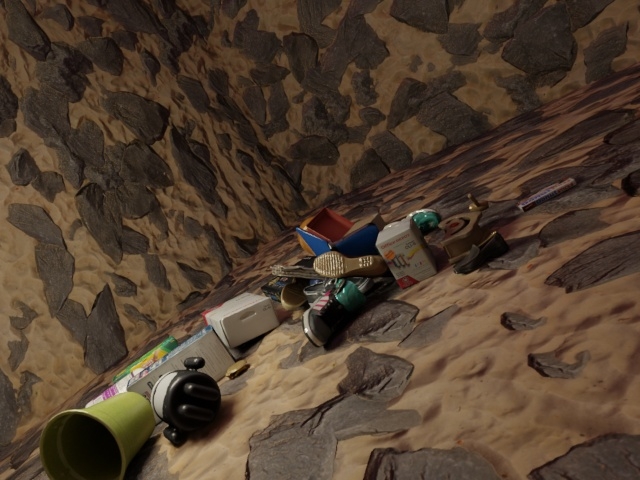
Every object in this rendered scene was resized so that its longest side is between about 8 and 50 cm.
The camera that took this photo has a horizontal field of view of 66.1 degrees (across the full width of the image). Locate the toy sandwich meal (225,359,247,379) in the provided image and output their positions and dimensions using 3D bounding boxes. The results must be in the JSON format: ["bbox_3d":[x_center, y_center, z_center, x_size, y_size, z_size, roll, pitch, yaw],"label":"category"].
[{"bbox_3d":[-0.290,0.449,1.712,0.085,0.029,0.085,-28,7,4],"label":"toy sandwich meal"}]

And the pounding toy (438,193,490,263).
[{"bbox_3d":[0.441,-0.055,1.587,0.154,0.155,0.269,-18,17,37],"label":"pounding toy"}]

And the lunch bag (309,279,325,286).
[{"bbox_3d":[-0.006,0.189,1.952,0.067,0.065,0.098,7,-5,-20],"label":"lunch bag"}]

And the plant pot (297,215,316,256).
[{"bbox_3d":[0.000,0.000,2.524,0.205,0.205,0.188,-32,26,1],"label":"plant pot"}]

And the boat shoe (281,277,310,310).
[{"bbox_3d":[-0.101,0.226,2.030,0.302,0.109,0.098,-64,-7,-71],"label":"boat shoe"}]

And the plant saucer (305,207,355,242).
[{"bbox_3d":[0.077,-0.042,2.431,0.258,0.259,0.048,-49,-14,-56],"label":"plant saucer"}]

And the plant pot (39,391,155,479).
[{"bbox_3d":[-0.652,0.599,1.516,0.276,0.276,0.254,-29,0,14],"label":"plant pot"}]

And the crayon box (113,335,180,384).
[{"bbox_3d":[-0.668,0.539,1.993,0.278,0.165,0.081,-36,12,-21],"label":"crayon box"}]

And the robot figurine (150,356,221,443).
[{"bbox_3d":[-0.415,0.483,1.505,0.209,0.173,0.278,-36,12,-34],"label":"robot figurine"}]

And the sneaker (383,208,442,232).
[{"bbox_3d":[0.361,-0.034,1.952,0.275,0.107,0.110,-30,29,36],"label":"sneaker"}]

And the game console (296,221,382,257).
[{"bbox_3d":[0.094,0.017,1.790,0.250,0.293,0.173,-30,55,4],"label":"game console"}]

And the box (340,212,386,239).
[{"bbox_3d":[0.173,0.015,2.114,0.148,0.121,0.311,-25,13,36],"label":"box"}]

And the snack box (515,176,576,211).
[{"bbox_3d":[0.721,-0.148,1.579,0.178,0.022,0.064,-29,12,11],"label":"snack box"}]

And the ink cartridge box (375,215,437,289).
[{"bbox_3d":[0.276,0.037,1.578,0.128,0.176,0.127,-28,11,20],"label":"ink cartridge box"}]

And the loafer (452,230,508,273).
[{"bbox_3d":[0.448,0.036,1.408,0.170,0.061,0.062,-32,12,2],"label":"loafer"}]

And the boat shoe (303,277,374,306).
[{"bbox_3d":[0.057,0.170,1.788,0.301,0.102,0.108,-22,14,43],"label":"boat shoe"}]

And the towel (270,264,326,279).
[{"bbox_3d":[-0.056,0.130,2.000,0.282,0.049,0.187,6,-3,-12],"label":"towel"}]

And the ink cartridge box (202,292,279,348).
[{"bbox_3d":[-0.332,0.320,2.018,0.226,0.131,0.306,-23,9,-24],"label":"ink cartridge box"}]

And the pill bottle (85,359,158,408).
[{"bbox_3d":[-0.698,0.588,1.842,0.301,0.169,0.169,-35,11,-19],"label":"pill bottle"}]

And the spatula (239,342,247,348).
[{"bbox_3d":[-0.357,0.414,2.046,0.084,0.030,0.296,-36,12,-20],"label":"spatula"}]

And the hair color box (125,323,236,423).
[{"bbox_3d":[-0.491,0.475,1.762,0.347,0.174,0.105,-34,11,-13],"label":"hair color box"}]

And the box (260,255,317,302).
[{"bbox_3d":[-0.115,0.177,2.336,0.293,0.073,0.295,-36,12,-18],"label":"box"}]

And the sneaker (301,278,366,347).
[{"bbox_3d":[0.056,0.217,1.563,0.178,0.124,0.295,-38,7,20],"label":"sneaker"}]

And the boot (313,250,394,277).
[{"bbox_3d":[0.124,0.100,1.663,0.248,0.090,0.207,-4,-17,30],"label":"boot"}]
